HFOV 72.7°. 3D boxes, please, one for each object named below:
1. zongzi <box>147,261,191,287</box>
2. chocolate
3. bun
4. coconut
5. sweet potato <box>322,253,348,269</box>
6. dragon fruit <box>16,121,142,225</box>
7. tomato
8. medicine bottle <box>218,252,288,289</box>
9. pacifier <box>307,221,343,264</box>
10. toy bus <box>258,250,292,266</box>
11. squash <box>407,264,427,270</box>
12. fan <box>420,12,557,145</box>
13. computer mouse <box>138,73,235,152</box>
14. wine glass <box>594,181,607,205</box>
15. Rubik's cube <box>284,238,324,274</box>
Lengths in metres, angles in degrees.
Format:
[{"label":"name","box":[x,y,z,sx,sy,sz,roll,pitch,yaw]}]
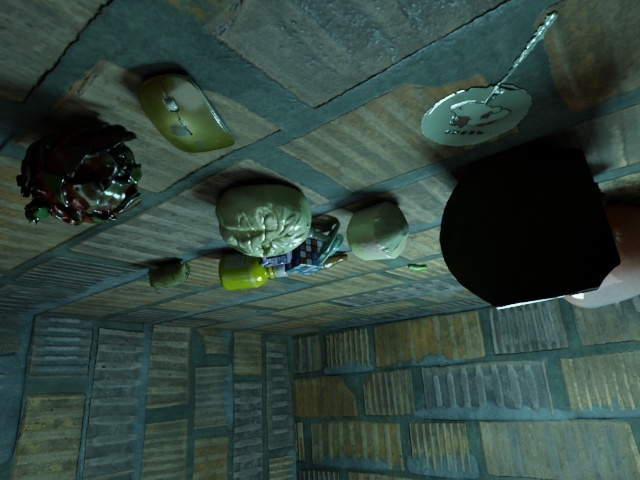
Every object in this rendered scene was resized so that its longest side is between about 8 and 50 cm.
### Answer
[{"label":"zongzi","box":[-0.494,0.121,1.543,0.160,0.078,0.176,-12,170,21]},{"label":"chocolate","box":[0.467,-0.019,0.976,0.326,0.314,0.297,-24,162,37]},{"label":"bun","box":[-0.133,-0.039,1.031,0.229,0.145,0.229,-1,164,0]},{"label":"coconut","box":[0.157,-0.021,1.128,0.147,0.147,0.153,14,161,-42]},{"label":"sweet potato","box":[-0.060,0.083,1.505,0.314,0.072,0.066,-8,175,5]},{"label":"dragon fruit","box":[-0.402,-0.107,0.746,0.189,0.182,0.182,6,161,0]},{"label":"tomato","box":[0.823,0.052,1.258,0.341,0.273,0.341,-3,161,-1]},{"label":"medicine bottle","box":[-0.215,0.094,1.428,0.212,0.122,0.122,-7,161,9]},{"label":"pacifier","box":[0.000,0.000,1.240,0.116,0.127,0.150,26,162,-9]},{"label":"toy bus","box":[-0.131,0.010,1.241,0.108,0.096,0.199,-6,163,-6]},{"label":"squash","box":[0.387,0.109,1.732,0.089,0.027,0.027,4,160,-16]},{"label":"fan","box":[0.286,-0.239,0.717,0.191,0.009,0.329,0,161,-9]},{"label":"computer mouse","box":[-0.211,-0.193,0.709,0.102,0.045,0.199,-9,161,7]},{"label":"wine glass","box":[0.608,-0.078,1.109,0.103,0.103,0.222,2,162,-16]},{"label":"Rubik's cube","box":[-0.054,0.050,1.372,0.092,0.092,0.092,10,156,-35]}]
